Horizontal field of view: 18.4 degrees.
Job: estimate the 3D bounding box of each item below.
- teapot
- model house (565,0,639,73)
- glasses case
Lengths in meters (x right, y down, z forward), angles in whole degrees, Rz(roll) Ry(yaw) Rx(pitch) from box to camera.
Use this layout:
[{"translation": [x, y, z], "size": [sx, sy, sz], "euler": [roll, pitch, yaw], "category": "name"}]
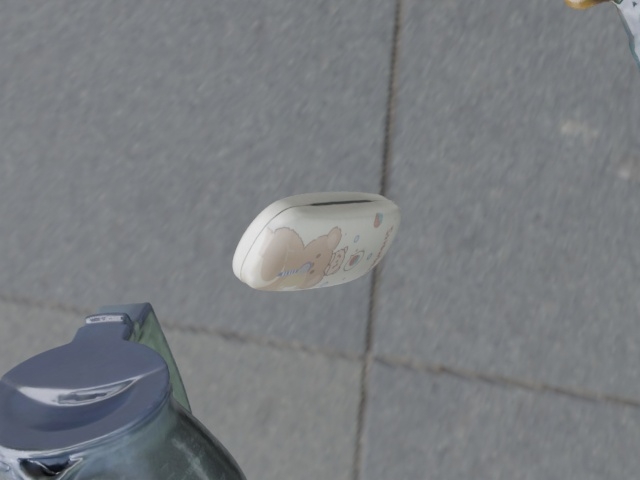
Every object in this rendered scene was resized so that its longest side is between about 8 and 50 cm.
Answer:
[{"translation": [-0.046, 0.050, 0.439], "size": [0.066, 0.088, 0.057], "euler": [-4, 118, 13], "category": "teapot"}, {"translation": [0.245, -0.131, 1.101], "size": [0.271, 0.301, 0.190], "euler": [41, 147, -24], "category": "model house"}, {"translation": [0.000, 0.000, 1.634], "size": [0.051, 0.204, 0.081], "euler": [38, 113, 25], "category": "glasses case"}]
